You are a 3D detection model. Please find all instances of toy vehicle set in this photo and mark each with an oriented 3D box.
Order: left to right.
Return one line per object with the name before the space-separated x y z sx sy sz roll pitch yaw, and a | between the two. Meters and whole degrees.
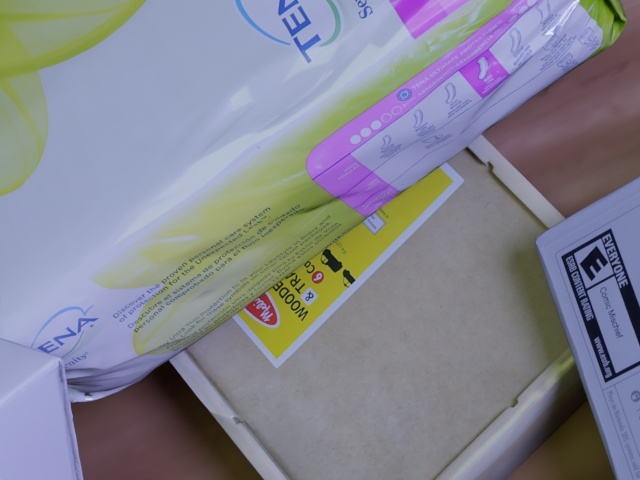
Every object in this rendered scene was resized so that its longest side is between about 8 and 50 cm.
toy vehicle set | 0.000 0.000 0.835 0.166 0.035 0.267 -44 60 5

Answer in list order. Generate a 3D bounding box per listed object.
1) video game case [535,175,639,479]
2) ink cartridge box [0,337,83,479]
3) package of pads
video game case | 0.185 0.049 0.667 0.193 0.023 0.212 -32 61 32
ink cartridge box | -0.251 0.139 0.767 0.270 0.197 0.198 14 34 29
package of pads | -0.046 -0.096 0.811 0.296 0.101 0.229 -35 60 11
